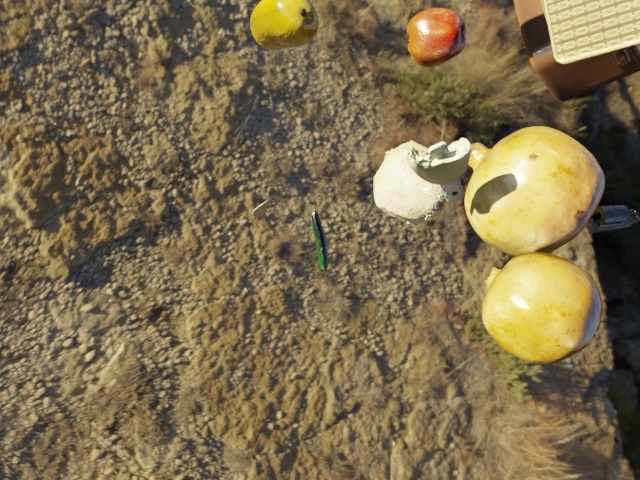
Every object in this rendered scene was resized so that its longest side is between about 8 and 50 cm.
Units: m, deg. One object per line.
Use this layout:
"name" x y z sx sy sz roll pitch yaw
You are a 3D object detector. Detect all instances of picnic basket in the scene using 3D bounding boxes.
"picnic basket" 0.547 -0.517 1.089 0.175 0.228 0.312 -25 105 -44

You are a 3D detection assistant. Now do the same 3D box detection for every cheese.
"cheese" 0.265 -0.142 1.220 0.235 0.127 0.049 50 20 -57

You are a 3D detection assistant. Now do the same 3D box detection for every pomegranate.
"pomegranate" 0.433 0.130 1.120 0.233 0.233 0.233 13 68 -33
"pomegranate" 0.490 -0.126 1.390 0.343 0.343 0.342 13 68 -33

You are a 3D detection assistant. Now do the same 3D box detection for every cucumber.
"cucumber" 0.000 0.000 1.725 0.036 0.033 0.184 -15 95 -37

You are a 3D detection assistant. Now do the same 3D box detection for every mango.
"mango" -0.133 -0.717 1.894 0.195 0.332 0.142 26 79 -36

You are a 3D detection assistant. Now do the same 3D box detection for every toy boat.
"toy boat" 0.875 -0.068 1.724 0.226 0.088 0.068 -4 59 -24

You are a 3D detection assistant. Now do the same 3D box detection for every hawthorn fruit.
"hawthorn fruit" 0.361 -0.633 1.789 0.189 0.189 0.189 13 68 -33

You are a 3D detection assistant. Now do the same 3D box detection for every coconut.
"coconut" 0.334 -0.223 2.177 0.255 0.297 0.297 26 59 -7

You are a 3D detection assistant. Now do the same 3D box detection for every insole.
"insole" -0.182 -0.092 1.754 0.065 0.193 0.006 -33 88 -11

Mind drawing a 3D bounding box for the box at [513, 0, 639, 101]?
"box" 0.675 -0.573 1.522 0.239 0.229 0.339 31 48 -41
